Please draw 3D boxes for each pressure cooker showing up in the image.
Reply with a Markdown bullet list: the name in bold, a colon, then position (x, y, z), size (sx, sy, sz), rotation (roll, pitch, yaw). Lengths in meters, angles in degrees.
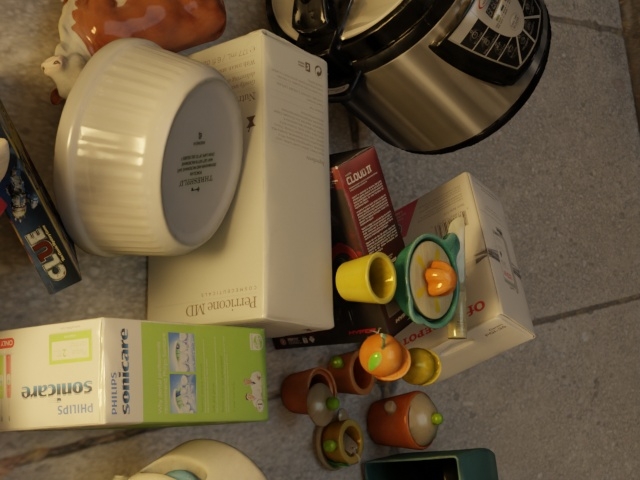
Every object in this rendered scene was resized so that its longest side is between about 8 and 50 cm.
- **pressure cooker**: position (0.119, -0.369, 1.982), size (0.420, 0.375, 0.370), rotation (37, 23, -43)

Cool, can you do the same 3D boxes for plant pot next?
- **plant pot**: position (0.206, 0.422, 2.093), size (0.234, 0.165, 0.166), rotation (-4, 86, -62)

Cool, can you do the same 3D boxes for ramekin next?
- **ramekin**: position (-0.196, -0.105, 1.535), size (0.273, 0.127, 0.273), rotation (11, 90, -69)

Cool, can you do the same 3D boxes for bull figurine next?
- **bull figurine**: position (-0.257, -0.293, 1.634), size (0.310, 0.101, 0.188), rotation (-28, 102, -41)

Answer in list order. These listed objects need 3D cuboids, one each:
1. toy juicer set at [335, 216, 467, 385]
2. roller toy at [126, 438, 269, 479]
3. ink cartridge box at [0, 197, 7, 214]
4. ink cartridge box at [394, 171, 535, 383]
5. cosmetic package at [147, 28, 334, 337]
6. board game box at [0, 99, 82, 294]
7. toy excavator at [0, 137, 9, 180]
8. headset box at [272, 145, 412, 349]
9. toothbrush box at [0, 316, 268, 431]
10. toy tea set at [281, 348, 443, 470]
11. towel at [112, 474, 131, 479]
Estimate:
- **toy juicer set**: position (0.160, 0.093, 1.784), size (0.329, 0.089, 0.209), rotation (-19, 99, -52)
- **roller toy**: position (-0.157, 0.354, 1.540), size (0.191, 0.209, 0.146), rotation (47, 38, 12)
- **ink cartridge box**: position (-0.444, -0.009, 1.311), size (0.128, 0.127, 0.176), rotation (54, 44, -33)
- **ink cartridge box**: position (0.211, 0.064, 2.066), size (0.117, 0.207, 0.283), rotation (32, 39, -43)
- **cosmetic package**: position (-0.110, -0.061, 1.716), size (0.156, 0.217, 0.385), rotation (17, 67, -51)
- **board game box**: position (-0.349, -0.071, 1.445), size (0.243, 0.042, 0.165), rotation (66, -6, -18)
- **toy excavator**: position (-0.461, -0.285, 1.155), size (0.222, 0.445, 0.433), rotation (-36, 152, -51)
- **headset box**: position (0.000, 0.000, 1.847), size (0.110, 0.218, 0.293), rotation (-32, 109, -51)
- **toothbrush box**: position (-0.228, 0.164, 1.503), size (0.283, 0.206, 0.122), rotation (7, 77, -53)
- **toy tea set**: position (0.083, 0.255, 1.983), size (0.336, 0.124, 0.200), rotation (-13, 93, -55)
- **towel**: position (-0.232, 0.380, 1.612), size (0.113, 0.023, 0.152), rotation (21, 68, -48)
